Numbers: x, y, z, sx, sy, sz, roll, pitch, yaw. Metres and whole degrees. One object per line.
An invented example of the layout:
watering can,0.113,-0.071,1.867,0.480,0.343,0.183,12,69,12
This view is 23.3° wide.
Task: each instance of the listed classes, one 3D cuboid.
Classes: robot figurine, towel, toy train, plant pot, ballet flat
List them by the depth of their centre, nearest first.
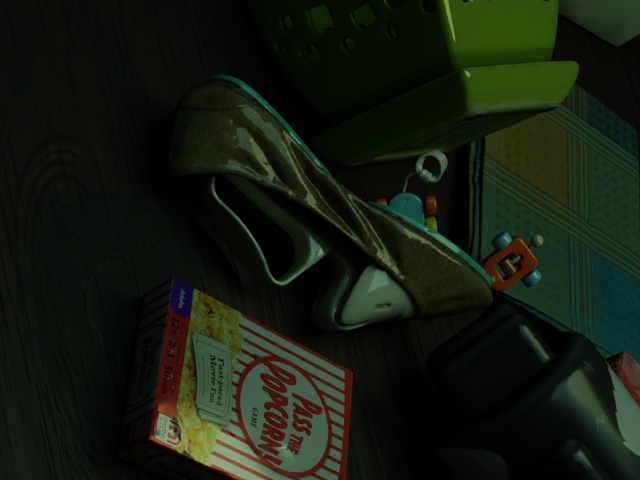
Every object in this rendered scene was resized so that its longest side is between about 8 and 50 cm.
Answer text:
ballet flat,0.000,0.000,1.341,0.342,0.116,0.124,38,64,-23
robot figurine,0.214,0.191,1.381,0.278,0.173,0.209,53,40,-7
plant pot,0.096,-0.194,1.468,0.227,0.228,0.207,-11,82,-49
toy train,0.125,-0.002,1.473,0.166,0.125,0.046,47,1,-10
towel,0.254,-0.042,1.681,0.271,0.040,0.370,33,45,-29

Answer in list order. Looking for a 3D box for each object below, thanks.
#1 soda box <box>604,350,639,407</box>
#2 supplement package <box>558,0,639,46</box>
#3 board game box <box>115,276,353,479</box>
soda box,0.354,0.230,1.577,0.263,0.083,0.092,41,43,-22
supplement package,0.359,-0.424,1.918,0.175,0.177,0.293,21,52,-39
board game box,-0.062,0.136,1.226,0.193,0.045,0.147,30,48,-31
